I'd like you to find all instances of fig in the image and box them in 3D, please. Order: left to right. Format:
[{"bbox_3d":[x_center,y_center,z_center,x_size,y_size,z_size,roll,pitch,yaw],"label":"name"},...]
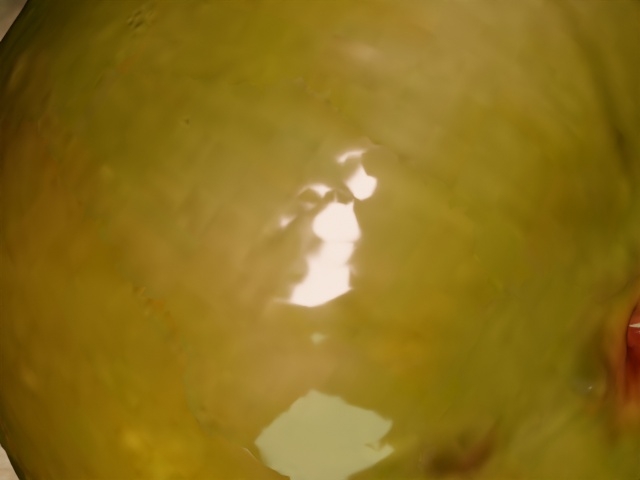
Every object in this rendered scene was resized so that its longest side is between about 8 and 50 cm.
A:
[{"bbox_3d":[0.000,0.000,0.629,0.316,0.316,0.316,-2,140,-2],"label":"fig"}]
